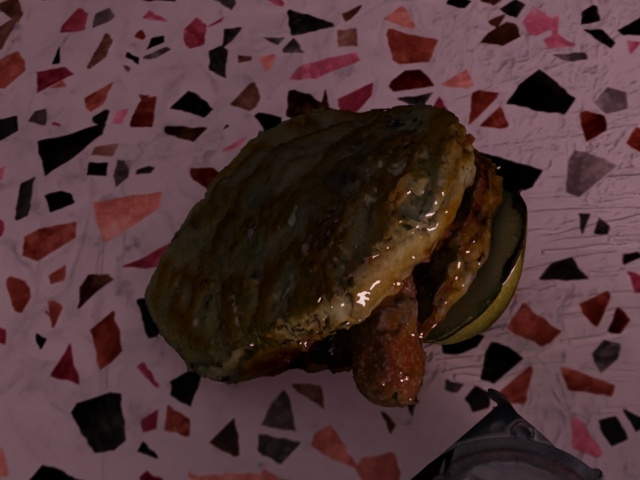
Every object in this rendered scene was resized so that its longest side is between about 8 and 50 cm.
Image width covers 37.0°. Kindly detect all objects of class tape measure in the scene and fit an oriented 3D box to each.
[{"bbox_3d":[0.174,0.313,0.917,0.256,0.147,0.275,-38,58,-11],"label":"tape measure"}]

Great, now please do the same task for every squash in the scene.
[{"bbox_3d":[0.205,0.033,1.107,0.085,0.184,0.192,24,62,-19],"label":"squash"}]

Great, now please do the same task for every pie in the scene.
[{"bbox_3d":[-0.012,-0.012,1.109,0.418,0.180,0.395,5,57,42],"label":"pie"}]
